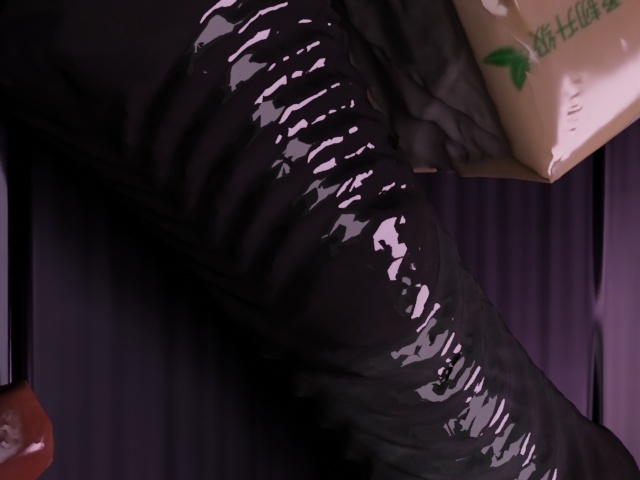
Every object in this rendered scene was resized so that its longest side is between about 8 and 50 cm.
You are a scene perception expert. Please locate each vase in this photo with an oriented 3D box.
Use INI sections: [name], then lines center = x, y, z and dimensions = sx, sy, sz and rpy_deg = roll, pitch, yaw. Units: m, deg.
[vase]
center = 0.000, 0.000, 0.502
dimensions = 0.115, 0.115, 0.237
rpy_deg = -46, 117, -20

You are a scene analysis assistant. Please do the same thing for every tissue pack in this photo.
[tissue pack]
center = 0.086, -0.144, 0.545
dimensions = 0.222, 0.090, 0.186
rpy_deg = -33, 110, -24

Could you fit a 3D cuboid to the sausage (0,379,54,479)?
[sausage]
center = -0.134, 0.075, 0.462
dimensions = 0.147, 0.035, 0.030
rpy_deg = -24, 107, -25
